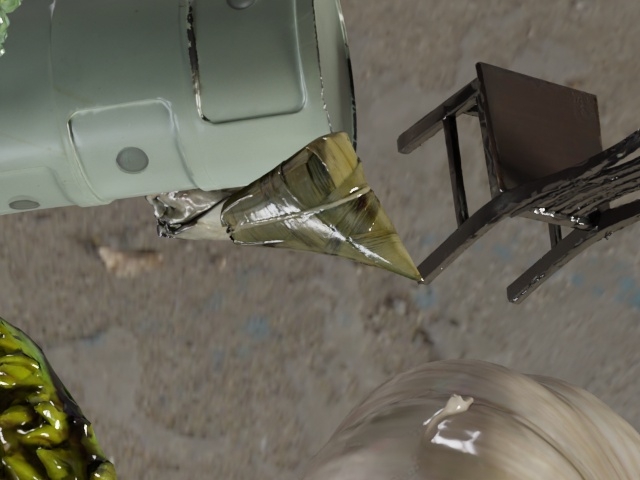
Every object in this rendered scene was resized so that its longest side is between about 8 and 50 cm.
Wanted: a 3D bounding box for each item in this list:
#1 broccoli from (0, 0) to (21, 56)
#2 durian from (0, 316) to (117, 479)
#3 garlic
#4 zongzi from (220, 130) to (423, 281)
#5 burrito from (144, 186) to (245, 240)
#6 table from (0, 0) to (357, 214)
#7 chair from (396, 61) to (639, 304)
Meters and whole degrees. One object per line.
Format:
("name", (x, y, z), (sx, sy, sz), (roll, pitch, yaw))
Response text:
("broccoli", (-0.255, -0.052, 0.586), (0.302, 0.249, 0.375), (8, 32, 20))
("durian", (-0.108, 0.132, 0.484), (0.095, 0.221, 0.137), (-13, 53, -27))
("garlic", (0.079, 0.214, 0.911), (0.241, 0.322, 0.322), (-20, 71, 10))
("zongzi", (0.000, 0.000, 0.871), (0.083, 0.076, 0.040), (57, 30, -1))
("burrito", (-0.054, -0.022, 1.438), (0.171, 0.051, 0.042), (0, 35, 0))
("table", (-0.098, -0.085, 1.016), (0.220, 0.126, 0.126), (-8, 69, 9))
("chair", (0.136, -0.054, 0.988), (0.084, 0.212, 0.101), (11, 59, -31))
